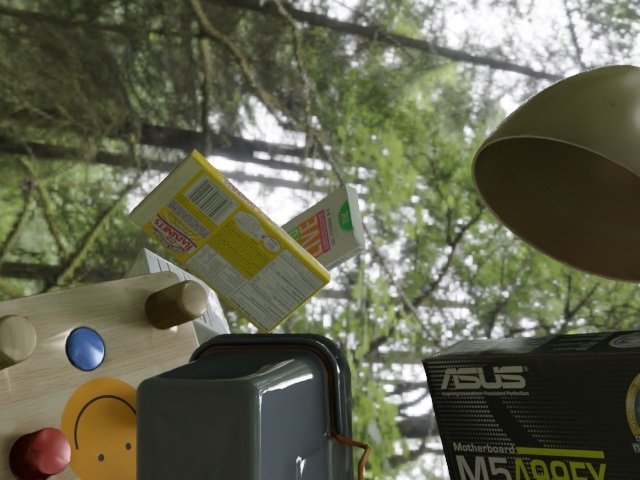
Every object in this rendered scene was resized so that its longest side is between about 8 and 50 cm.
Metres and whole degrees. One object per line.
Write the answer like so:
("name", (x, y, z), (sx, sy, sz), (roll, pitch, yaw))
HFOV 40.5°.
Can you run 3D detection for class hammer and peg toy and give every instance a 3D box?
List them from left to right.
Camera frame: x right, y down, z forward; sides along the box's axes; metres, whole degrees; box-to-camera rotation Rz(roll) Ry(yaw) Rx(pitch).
("hammer and peg toy", (-0.220, 0.162, 0.692), (0.127, 0.361, 0.266), (-21, -98, 38))

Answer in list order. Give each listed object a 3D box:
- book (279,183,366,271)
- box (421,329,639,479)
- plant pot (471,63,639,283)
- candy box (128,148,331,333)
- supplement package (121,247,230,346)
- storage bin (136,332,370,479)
("book", (0.000, 0.000, 1.182), (0.144, 0.035, 0.096), (-33, -127, 37))
("box", (0.219, 0.179, 0.653), (0.270, 0.060, 0.216), (-10, -84, 45))
("plant pot", (0.358, -0.106, 1.081), (0.191, 0.284, 0.284), (-57, -164, -20))
("candy box", (-0.096, 0.006, 0.941), (0.105, 0.206, 0.027), (-40, -162, 23))
("supplement package", (-0.282, 0.183, 1.367), (0.262, 0.145, 0.204), (-53, -155, 9))
("storage bin", (-0.031, 0.112, 0.385), (0.091, 0.098, 0.135), (8, 80, -73))
